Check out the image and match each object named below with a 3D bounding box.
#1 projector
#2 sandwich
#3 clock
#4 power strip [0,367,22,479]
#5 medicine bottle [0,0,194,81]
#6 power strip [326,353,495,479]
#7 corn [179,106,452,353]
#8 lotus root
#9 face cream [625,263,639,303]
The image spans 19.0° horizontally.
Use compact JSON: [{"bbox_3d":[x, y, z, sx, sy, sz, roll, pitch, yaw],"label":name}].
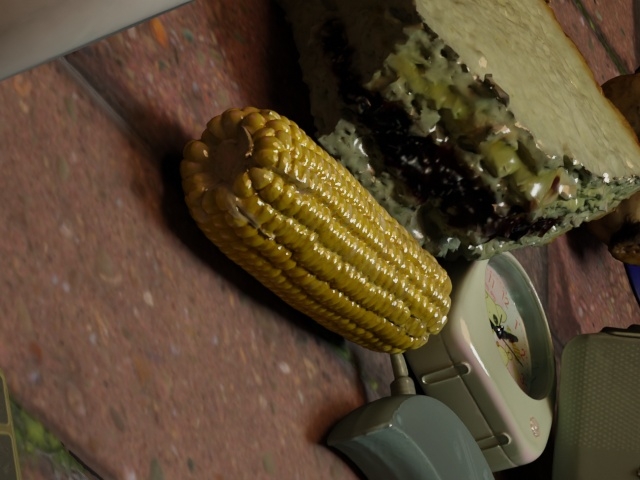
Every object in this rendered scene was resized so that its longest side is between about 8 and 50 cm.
[{"bbox_3d":[0.272,0.190,1.521,0.177,0.163,0.242,8,85,-70],"label":"projector"},{"bbox_3d":[0.099,-0.115,1.418,0.262,0.131,0.325,59,22,13],"label":"sandwich"},{"bbox_3d":[0.129,0.074,1.482,0.151,0.062,0.191,59,28,-22],"label":"clock"},{"bbox_3d":[-0.165,0.135,0.898,0.076,0.028,0.169,16,59,-61],"label":"power strip"},{"bbox_3d":[-0.193,-0.213,0.825,0.306,0.245,0.245,67,26,-7],"label":"medicine bottle"},{"bbox_3d":[0.077,0.199,1.308,0.167,0.054,0.253,-13,86,-67],"label":"power strip"},{"bbox_3d":[0.000,0.000,1.240,0.244,0.093,0.093,41,39,-47],"label":"corn"},{"bbox_3d":[0.318,-0.074,1.865,0.154,0.140,0.257,22,50,-3],"label":"lotus root"},{"bbox_3d":[0.399,0.009,2.007,0.206,0.111,0.206,44,35,-43],"label":"face cream"}]
